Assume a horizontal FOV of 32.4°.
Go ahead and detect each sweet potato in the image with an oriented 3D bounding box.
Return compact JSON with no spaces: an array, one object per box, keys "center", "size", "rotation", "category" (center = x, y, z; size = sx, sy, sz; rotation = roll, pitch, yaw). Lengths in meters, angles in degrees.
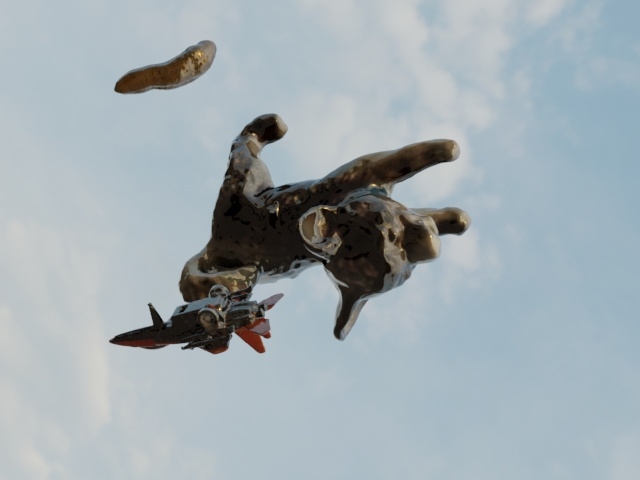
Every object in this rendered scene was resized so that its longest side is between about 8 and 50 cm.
[{"center":[-0.236,-0.263,1.722],"size":[0.053,0.182,0.054],"rotation":[25,-43,62],"category":"sweet potato"}]

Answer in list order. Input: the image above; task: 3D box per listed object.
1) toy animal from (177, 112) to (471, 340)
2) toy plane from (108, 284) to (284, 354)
[{"center":[0.000,0.000,1.442],"size":[0.344,0.302,0.194],"rotation":[8,-44,32],"category":"toy animal"},{"center":[-0.135,0.086,1.151],"size":[0.189,0.130,0.061],"rotation":[-3,-64,11],"category":"toy plane"}]
